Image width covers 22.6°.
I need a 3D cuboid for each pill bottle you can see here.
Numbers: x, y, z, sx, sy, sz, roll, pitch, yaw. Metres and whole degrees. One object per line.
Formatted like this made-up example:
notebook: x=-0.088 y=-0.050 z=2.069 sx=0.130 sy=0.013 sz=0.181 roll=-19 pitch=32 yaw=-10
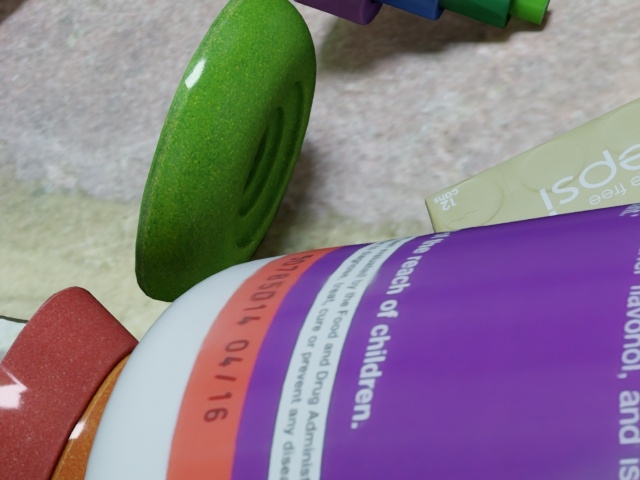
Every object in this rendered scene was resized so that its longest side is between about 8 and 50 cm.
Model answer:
pill bottle: x=0.119 y=0.075 z=0.355 sx=0.323 sy=0.181 sz=0.181 roll=-9 pitch=46 yaw=26

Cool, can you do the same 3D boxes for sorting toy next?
sorting toy: x=0.000 y=0.000 z=0.592 sx=0.126 sy=0.127 sz=0.365 roll=20 pitch=56 yaw=10

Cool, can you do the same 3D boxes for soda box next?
soda box: x=0.131 y=-0.015 z=0.531 sx=0.181 sy=0.058 sz=0.061 roll=-25 pitch=41 yaw=8
